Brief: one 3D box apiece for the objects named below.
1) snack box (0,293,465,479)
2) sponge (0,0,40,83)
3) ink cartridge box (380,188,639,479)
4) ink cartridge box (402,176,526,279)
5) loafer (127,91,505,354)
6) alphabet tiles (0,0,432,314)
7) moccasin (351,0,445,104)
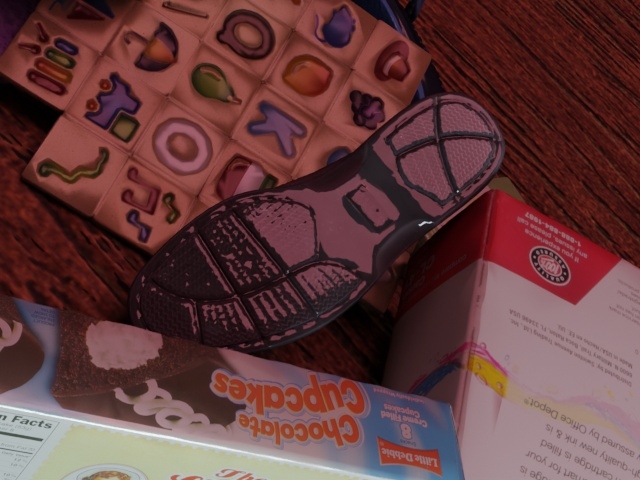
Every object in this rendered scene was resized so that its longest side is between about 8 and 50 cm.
[{"bbox_3d":[-0.109,0.118,0.545,0.322,0.187,0.060,18,45,-28],"label":"snack box"},{"bbox_3d":[-0.226,-0.170,0.835,0.210,0.031,0.117,0,55,-40],"label":"sponge"},{"bbox_3d":[0.154,0.151,0.748,0.226,0.131,0.306,29,52,-16],"label":"ink cartridge box"},{"bbox_3d":[0.159,-0.001,0.991,0.235,0.056,0.171,-10,61,-42],"label":"ink cartridge box"},{"bbox_3d":[0.000,0.000,0.779,0.302,0.095,0.109,-32,84,-18],"label":"loafer"},{"bbox_3d":[-0.057,-0.100,0.839,0.342,0.011,0.285,32,64,-12],"label":"alphabet tiles"},{"bbox_3d":[0.030,-0.229,1.025,0.117,0.138,0.342,-5,59,-48],"label":"moccasin"}]
